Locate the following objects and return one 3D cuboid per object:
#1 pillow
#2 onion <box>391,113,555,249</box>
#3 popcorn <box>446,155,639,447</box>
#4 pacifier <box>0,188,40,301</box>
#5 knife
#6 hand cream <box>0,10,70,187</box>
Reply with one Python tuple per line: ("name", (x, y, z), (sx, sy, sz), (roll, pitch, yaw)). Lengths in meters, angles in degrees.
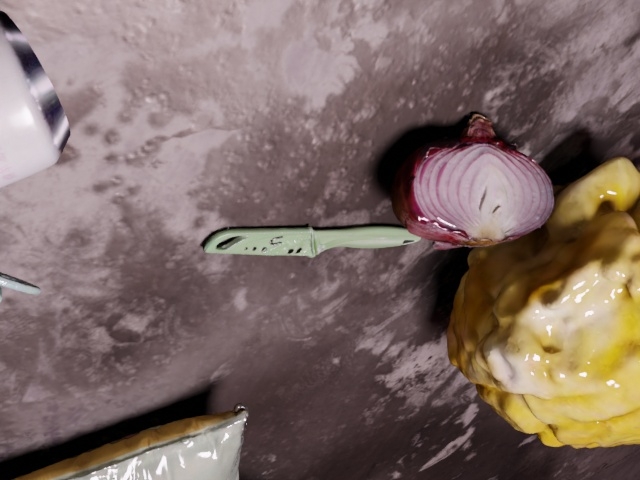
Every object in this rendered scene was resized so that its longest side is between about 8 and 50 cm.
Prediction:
("pillow", (-0.236, 0.341, 1.094), (0.310, 0.119, 0.312), (-18, 141, -20))
("onion", (0.160, -0.057, 0.973), (0.206, 0.151, 0.098), (7, 161, -27))
("popcorn", (0.356, 0.107, 1.087), (0.344, 0.354, 0.390), (-45, 143, -16))
("pacifier", (-0.300, -0.003, 0.716), (0.150, 0.127, 0.116), (20, 81, -16))
("knife", (0.001, 0.001, 0.981), (0.293, 0.020, 0.043), (0, 133, -35))
("hand cream", (-0.358, -0.046, 0.584), (0.358, 0.118, 0.185), (-25, 146, -14))
